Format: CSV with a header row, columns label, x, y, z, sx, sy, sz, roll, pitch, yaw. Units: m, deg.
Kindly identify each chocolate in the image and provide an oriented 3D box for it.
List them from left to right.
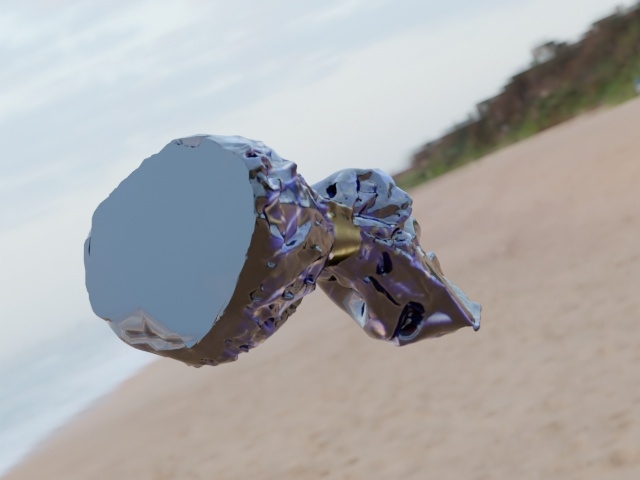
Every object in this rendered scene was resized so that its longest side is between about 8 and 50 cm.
label,x,y,z,sx,sy,sz,roll,pitch,yaw
chocolate,0.001,0.003,1.070,0.343,0.148,0.126,3,-61,-60
